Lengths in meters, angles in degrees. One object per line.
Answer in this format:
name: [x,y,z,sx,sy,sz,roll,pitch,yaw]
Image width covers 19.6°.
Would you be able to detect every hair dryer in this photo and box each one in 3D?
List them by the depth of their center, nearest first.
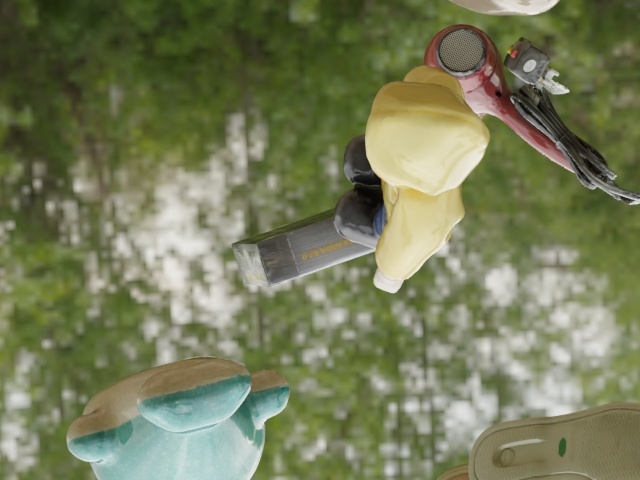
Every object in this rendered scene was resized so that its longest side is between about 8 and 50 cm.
hair dryer: [0.189,-0.122,1.863,0.080,0.223,0.293,-39,-156,-6]

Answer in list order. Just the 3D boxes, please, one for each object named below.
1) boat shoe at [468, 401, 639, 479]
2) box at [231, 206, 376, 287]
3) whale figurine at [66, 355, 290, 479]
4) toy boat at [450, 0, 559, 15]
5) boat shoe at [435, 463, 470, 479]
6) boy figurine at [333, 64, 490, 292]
boat shoe: [0.233,0.182,1.491,0.233,0.084,0.079,-8,148,43]
box: [0.000,0.000,2.198,0.183,0.056,0.231,-20,-177,-10]
whale figurine: [-0.125,0.183,1.724,0.216,0.141,0.272,-13,170,-15]
toy boat: [0.099,-0.274,1.382,0.231,0.151,0.151,26,177,-23]
boat shoe: [0.200,0.372,1.757,0.122,0.341,0.110,-24,-170,27]
boy figurine: [0.066,-0.050,1.402,0.092,0.177,0.285,11,173,-1]
